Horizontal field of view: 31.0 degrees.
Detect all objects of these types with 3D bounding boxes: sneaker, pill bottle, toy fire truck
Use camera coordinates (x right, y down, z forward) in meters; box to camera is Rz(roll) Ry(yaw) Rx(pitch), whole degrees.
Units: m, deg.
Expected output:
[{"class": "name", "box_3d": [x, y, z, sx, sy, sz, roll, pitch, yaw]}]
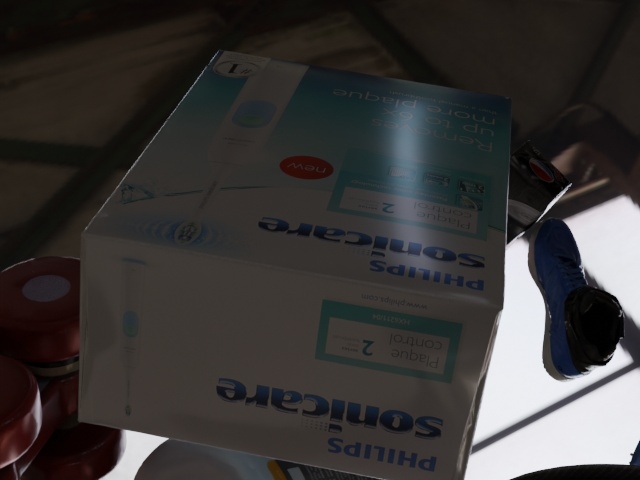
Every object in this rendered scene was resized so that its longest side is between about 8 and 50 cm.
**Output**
[{"class": "sneaker", "box_3d": [0.229, 0.044, 1.024, 0.084, 0.058, 0.152, 141, -47, -62]}, {"class": "pill bottle", "box_3d": [-0.026, 0.235, 1.024, 0.162, 0.278, 0.162, -2, -93, 33]}, {"class": "toy fire truck", "box_3d": [-0.297, 0.124, 0.882, 0.254, 0.302, 0.169, 10, -57, 12]}]

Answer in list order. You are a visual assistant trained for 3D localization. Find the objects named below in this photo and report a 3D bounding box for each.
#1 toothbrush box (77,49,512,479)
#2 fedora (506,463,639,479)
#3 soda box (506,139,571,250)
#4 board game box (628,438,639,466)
[{"class": "toothbrush box", "box_3d": [0.000, 0.000, 0.713, 0.295, 0.216, 0.126, -69, 168, -60]}, {"class": "fedora", "box_3d": [0.123, 0.197, 0.399, 0.275, 0.244, 0.124, 15, -14, 12]}, {"class": "soda box", "box_3d": [0.153, -0.011, 1.075, 0.060, 0.053, 0.169, 46, -54, 9]}, {"class": "board game box", "box_3d": [0.418, 0.277, 1.442, 0.033, 0.168, 0.133, 18, -94, 47]}]
